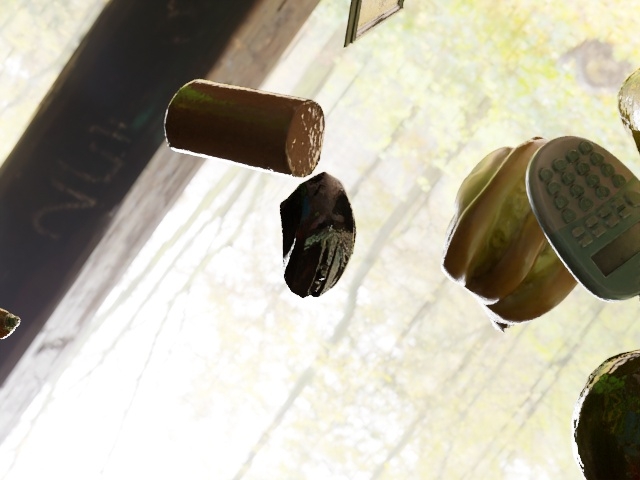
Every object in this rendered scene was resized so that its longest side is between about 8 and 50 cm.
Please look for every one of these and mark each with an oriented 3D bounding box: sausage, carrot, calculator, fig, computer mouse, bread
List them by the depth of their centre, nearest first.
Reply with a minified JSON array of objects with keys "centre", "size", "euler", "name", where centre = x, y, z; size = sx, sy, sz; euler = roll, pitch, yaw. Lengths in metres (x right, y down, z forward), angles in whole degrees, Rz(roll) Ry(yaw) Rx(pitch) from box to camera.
[{"centre":[0.245,0.189,0.723],"size":[0.124,0.124,0.236],"euler":[34,-135,-17],"name":"fig"},{"centre":[-0.384,0.090,1.053],"size":[0.142,0.035,0.035],"euler":[-3,178,17],"name":"carrot"},{"centre":[0.000,0.000,1.217],"size":[0.099,0.172,0.057],"euler":[-5,-158,-31],"name":"computer mouse"},{"centre":[0.403,-0.017,1.375],"size":[0.295,0.184,0.042],"euler":[55,155,7],"name":"calculator"},{"centre":[-0.122,-0.174,1.496],"size":[0.253,0.123,0.123],"euler":[15,177,30],"name":"sausage"},{"centre":[0.354,-0.024,1.657],"size":[0.270,0.315,0.211],"euler":[49,160,-27],"name":"bread"}]

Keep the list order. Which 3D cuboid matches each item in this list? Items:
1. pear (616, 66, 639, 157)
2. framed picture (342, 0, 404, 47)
[{"centre":[0.545,-0.146,1.290],"size":[0.285,0.285,0.336],"euler":[36,175,-5],"name":"pear"},{"centre":[0.065,-0.270,0.938],"size":[0.011,0.142,0.183],"euler":[16,-153,14],"name":"framed picture"}]
